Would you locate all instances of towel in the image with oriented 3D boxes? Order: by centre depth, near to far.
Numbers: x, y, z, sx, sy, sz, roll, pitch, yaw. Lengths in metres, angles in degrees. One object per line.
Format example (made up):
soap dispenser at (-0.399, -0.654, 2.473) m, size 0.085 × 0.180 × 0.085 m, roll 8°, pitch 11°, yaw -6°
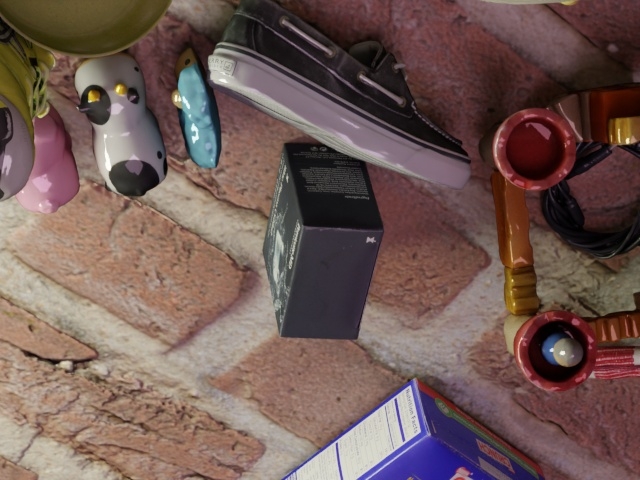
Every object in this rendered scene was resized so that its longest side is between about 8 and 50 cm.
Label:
towel at (0.432, 0.142, 1.931) m, size 0.329 × 0.037 × 0.237 m, roll -3°, pitch 173°, yaw 19°

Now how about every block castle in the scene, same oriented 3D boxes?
block castle at (0.407, -0.022, 1.752) m, size 0.453 × 0.213 × 0.303 m, roll -8°, pitch 95°, yaw -7°

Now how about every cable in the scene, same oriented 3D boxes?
cable at (0.330, -0.051, 1.904) m, size 0.151 × 0.047 × 0.184 m, roll 1°, pitch 128°, yaw -12°

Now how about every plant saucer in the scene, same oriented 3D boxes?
plant saucer at (-0.233, -0.287, 1.528) m, size 0.241 × 0.241 × 0.037 m, roll 38°, pitch 156°, yaw -33°

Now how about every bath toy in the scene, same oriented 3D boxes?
bath toy at (-0.277, -0.094, 1.697) m, size 0.348 × 0.129 × 0.151 m, roll -18°, pitch 95°, yaw 2°

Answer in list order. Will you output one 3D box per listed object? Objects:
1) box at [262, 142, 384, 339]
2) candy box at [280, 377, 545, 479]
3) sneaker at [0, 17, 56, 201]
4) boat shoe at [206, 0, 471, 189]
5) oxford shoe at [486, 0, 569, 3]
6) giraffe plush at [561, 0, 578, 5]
box at (0.000, 0.000, 1.806) m, size 0.093 × 0.158 × 0.156 m, roll 3°, pitch 127°, yaw -13°
candy box at (0.101, 0.359, 2.136) m, size 0.317 × 0.122 × 0.268 m, roll -39°, pitch 124°, yaw 20°
sneaker at (-0.303, -0.151, 1.496) m, size 0.147 × 0.384 × 0.145 m, roll 3°, pitch 116°, yaw -26°
boat shoe at (0.041, -0.152, 1.715) m, size 0.335 × 0.121 × 0.119 m, roll 25°, pitch 87°, yaw -35°
oxford shoe at (0.076, -0.302, 1.527) m, size 0.449 × 0.169 × 0.130 m, roll 8°, pitch 171°, yaw 13°
giraffe plush at (0.255, -0.328, 1.588) m, size 0.210 × 0.170 × 0.181 m, roll -24°, pitch 129°, yaw 8°
